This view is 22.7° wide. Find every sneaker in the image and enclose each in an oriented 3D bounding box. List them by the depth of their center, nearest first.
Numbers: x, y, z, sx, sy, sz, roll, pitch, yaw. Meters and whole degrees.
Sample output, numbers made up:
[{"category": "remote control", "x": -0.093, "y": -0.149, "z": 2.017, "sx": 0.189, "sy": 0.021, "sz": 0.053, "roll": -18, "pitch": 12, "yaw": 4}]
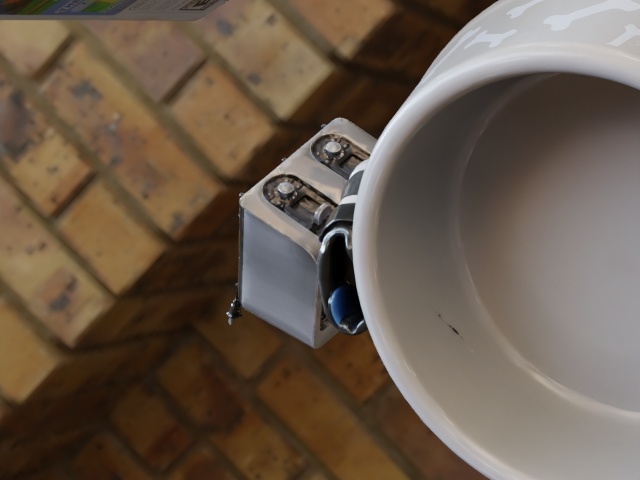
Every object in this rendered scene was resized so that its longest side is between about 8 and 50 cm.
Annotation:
[{"category": "sneaker", "x": 0.059, "y": 0.055, "z": 1.249, "sx": 0.217, "sy": 0.079, "sz": 0.121, "roll": 60, "pitch": -137, "yaw": -25}]

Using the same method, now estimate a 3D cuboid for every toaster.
[{"category": "toaster", "x": 0.000, "y": 0.000, "z": 1.600, "sx": 0.110, "sy": 0.186, "sz": 0.168, "roll": 32, "pitch": -128, "yaw": 24}]

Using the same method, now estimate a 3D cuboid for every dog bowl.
[{"category": "dog bowl", "x": 0.173, "y": 0.016, "z": 0.974, "sx": 0.349, "sy": 0.349, "sz": 0.102, "roll": 46, "pitch": -142, "yaw": 7}]

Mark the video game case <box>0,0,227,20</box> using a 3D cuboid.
[{"category": "video game case", "x": -0.068, "y": -0.254, "z": 1.204, "sx": 0.300, "sy": 0.329, "sz": 0.036, "roll": -13, "pitch": -102, "yaw": -58}]
